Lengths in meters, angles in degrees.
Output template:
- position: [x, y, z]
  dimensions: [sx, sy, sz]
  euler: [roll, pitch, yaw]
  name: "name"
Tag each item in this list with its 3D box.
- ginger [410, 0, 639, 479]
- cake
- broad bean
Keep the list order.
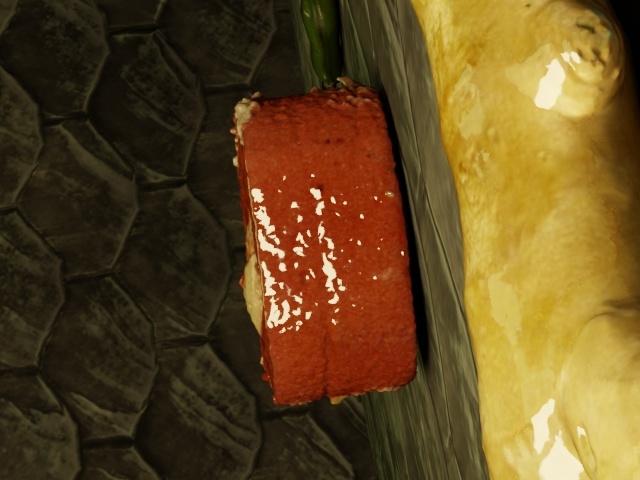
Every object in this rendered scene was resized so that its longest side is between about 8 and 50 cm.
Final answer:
- position: [0.063, -0.030, 0.433]
  dimensions: [0.118, 0.065, 0.299]
  euler: [108, 153, -57]
  name: "ginger"
- position: [0.000, 0.000, 1.245]
  dimensions: [0.177, 0.150, 0.283]
  euler: [51, -146, -86]
  name: "cake"
- position: [-0.001, -0.255, 1.573]
  dimensions: [0.298, 0.043, 0.060]
  euler: [81, -172, -49]
  name: "broad bean"
